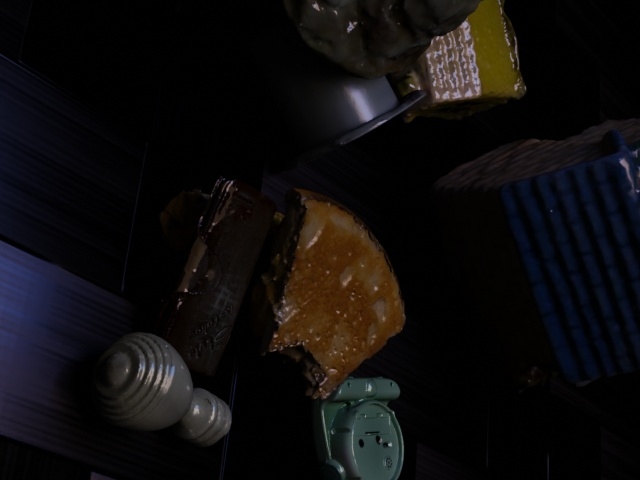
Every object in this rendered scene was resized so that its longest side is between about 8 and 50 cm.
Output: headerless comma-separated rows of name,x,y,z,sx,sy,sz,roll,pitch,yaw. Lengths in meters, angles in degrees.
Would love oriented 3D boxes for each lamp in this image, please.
lamp,-0.175,0.173,1.324,0.193,0.106,0.106,45,45,-50

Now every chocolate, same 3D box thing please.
chocolate,-0.102,-0.013,1.500,0.219,0.085,0.086,8,72,-55

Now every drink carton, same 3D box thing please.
drink carton,0.006,-0.220,1.621,0.191,0.185,0.190,-37,106,-49

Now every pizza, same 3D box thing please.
pizza,-0.003,0.076,1.542,0.223,0.089,0.323,-57,139,-15

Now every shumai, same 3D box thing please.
shumai,0.114,-0.375,1.472,0.309,0.263,0.304,52,46,-24

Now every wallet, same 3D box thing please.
wallet,-0.122,0.046,1.402,0.122,0.031,0.232,28,83,-56

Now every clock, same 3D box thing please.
clock,0.057,0.279,1.620,0.148,0.060,0.189,5,76,-52

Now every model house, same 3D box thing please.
model house,0.482,0.006,1.867,0.445,0.400,0.395,-25,100,-25
model house,0.192,-0.295,1.890,0.234,0.174,0.193,-7,85,-57
